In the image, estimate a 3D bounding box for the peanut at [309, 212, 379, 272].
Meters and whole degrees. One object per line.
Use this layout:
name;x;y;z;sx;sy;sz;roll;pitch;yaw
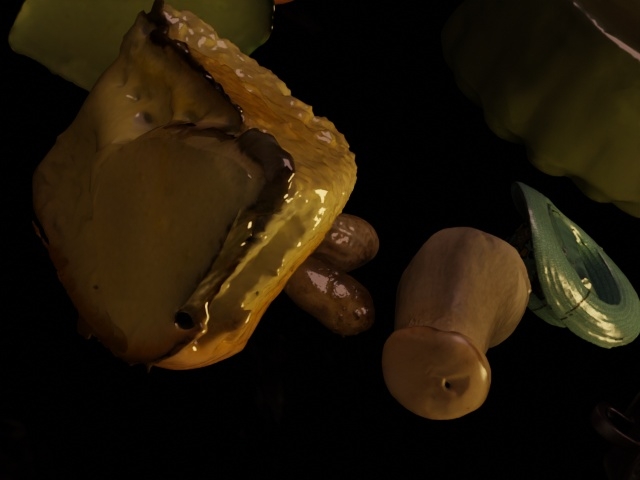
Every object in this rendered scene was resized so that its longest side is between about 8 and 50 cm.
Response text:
peanut;0.000;0.000;1.435;0.113;0.054;0.054;8;35;-38

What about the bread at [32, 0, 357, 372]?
bread;-0.085;-0.019;1.210;0.162;0.204;0.262;29;19;-38

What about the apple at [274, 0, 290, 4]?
apple;-0.072;-0.325;1.773;0.168;0.181;0.181;18;28;-11

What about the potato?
potato;0.006;0.041;1.377;0.083;0.040;0.051;35;20;1

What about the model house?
model house;-0.132;-0.238;1.513;0.195;0.214;0.189;25;25;-12

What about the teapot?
teapot;0.288;0.165;1.442;0.177;0.087;0.096;20;24;-26

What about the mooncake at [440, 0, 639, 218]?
mooncake;0.311;-0.182;1.962;0.356;0.194;0.356;27;30;-17

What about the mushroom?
mushroom;0.106;0.055;1.413;0.096;0.108;0.247;-4;16;17

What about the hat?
hat;0.211;0.029;1.608;0.191;0.078;0.138;40;27;-32
